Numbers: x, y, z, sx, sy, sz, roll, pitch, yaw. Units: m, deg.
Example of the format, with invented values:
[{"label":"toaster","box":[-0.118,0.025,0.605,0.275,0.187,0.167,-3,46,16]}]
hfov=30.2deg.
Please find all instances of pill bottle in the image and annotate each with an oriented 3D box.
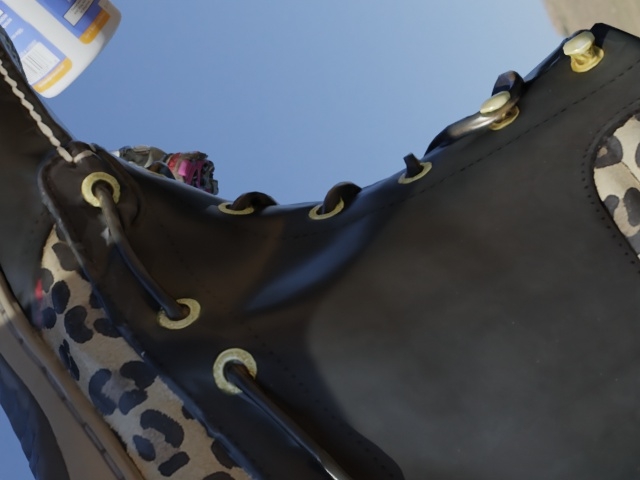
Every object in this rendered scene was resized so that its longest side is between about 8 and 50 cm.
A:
[{"label":"pill bottle","box":[-0.396,-0.321,1.488,0.272,0.152,0.152,43,-153,-22]}]

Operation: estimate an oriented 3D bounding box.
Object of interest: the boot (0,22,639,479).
[{"label":"boot","box":[0.000,0.000,0.500,0.377,0.284,0.138,56,172,33]}]

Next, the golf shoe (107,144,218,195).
[{"label":"golf shoe","box":[-0.110,-0.003,0.832,0.186,0.086,0.067,82,-159,-52]}]
